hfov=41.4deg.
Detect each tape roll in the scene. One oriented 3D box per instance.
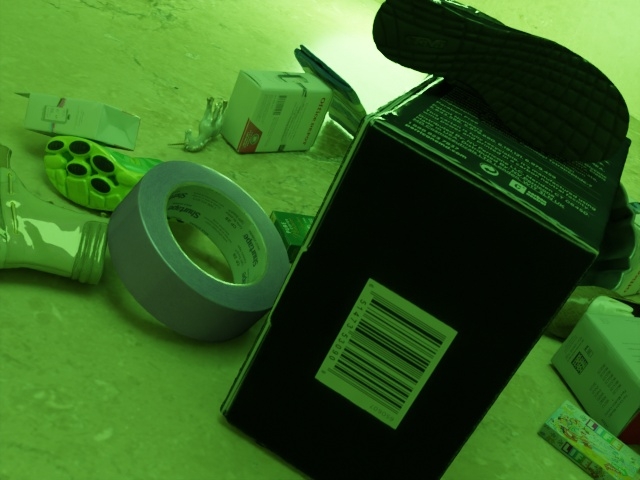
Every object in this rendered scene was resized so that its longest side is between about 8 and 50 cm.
[{"bbox_3d":[-0.178,0.013,1.277,0.274,0.090,0.275,31,34,-25],"label":"tape roll"}]

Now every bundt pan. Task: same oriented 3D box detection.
[{"bbox_3d":[0.504,-0.025,1.793,0.330,0.124,0.331,6,75,-24],"label":"bundt pan"}]

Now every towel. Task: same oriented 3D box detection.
[{"bbox_3d":[0.047,-0.319,1.976,0.209,0.034,0.285,45,-4,31],"label":"towel"}]

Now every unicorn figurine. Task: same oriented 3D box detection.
[{"bbox_3d":[-0.233,-0.236,1.736,0.060,0.111,0.162,23,13,18],"label":"unicorn figurine"}]

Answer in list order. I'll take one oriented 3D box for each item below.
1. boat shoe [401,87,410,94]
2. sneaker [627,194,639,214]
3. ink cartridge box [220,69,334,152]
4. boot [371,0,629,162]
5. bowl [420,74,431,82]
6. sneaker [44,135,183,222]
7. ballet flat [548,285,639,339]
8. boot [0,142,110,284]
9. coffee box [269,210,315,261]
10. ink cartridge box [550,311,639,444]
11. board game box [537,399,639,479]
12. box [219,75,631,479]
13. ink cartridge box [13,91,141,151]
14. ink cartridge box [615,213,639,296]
[{"bbox_3d":[0.227,-0.285,2.045,0.103,0.113,0.302,29,2,8],"label":"boat shoe"},{"bbox_3d":[0.723,-0.096,2.218,0.315,0.128,0.182,11,27,-36],"label":"sneaker"},{"bbox_3d":[-0.093,-0.280,1.836,0.217,0.159,0.092,-7,41,-44],"label":"ink cartridge box"},{"bbox_3d":[0.237,-0.232,1.079,0.338,0.118,0.223,33,24,5],"label":"boot"},{"bbox_3d":[0.401,-0.333,2.271,0.289,0.289,0.156,46,-7,33],"label":"bowl"},{"bbox_3d":[-0.326,-0.096,1.445,0.295,0.110,0.123,18,4,-6],"label":"sneaker"},{"bbox_3d":[0.596,0.161,1.675,0.342,0.116,0.124,14,-2,-29],"label":"ballet flat"},{"bbox_3d":[-0.417,-0.041,1.263,0.203,0.095,0.262,11,34,-23],"label":"boot"},{"bbox_3d":[0.000,0.000,1.573,0.184,0.040,0.113,7,33,-30],"label":"coffee box"},{"bbox_3d":[0.619,0.273,1.510,0.309,0.130,0.272,7,35,-28],"label":"ink cartridge box"},{"bbox_3d":[0.440,0.335,1.378,0.154,0.026,0.103,38,31,22],"label":"board game box"},{"bbox_3d":[0.161,0.043,1.177,0.297,0.480,0.472,31,30,9],"label":"box"},{"bbox_3d":[-0.432,-0.209,1.485,0.198,0.067,0.115,12,0,23],"label":"ink cartridge box"},{"bbox_3d":[0.752,0.030,1.963,0.237,0.172,0.100,-4,40,-41],"label":"ink cartridge box"}]
